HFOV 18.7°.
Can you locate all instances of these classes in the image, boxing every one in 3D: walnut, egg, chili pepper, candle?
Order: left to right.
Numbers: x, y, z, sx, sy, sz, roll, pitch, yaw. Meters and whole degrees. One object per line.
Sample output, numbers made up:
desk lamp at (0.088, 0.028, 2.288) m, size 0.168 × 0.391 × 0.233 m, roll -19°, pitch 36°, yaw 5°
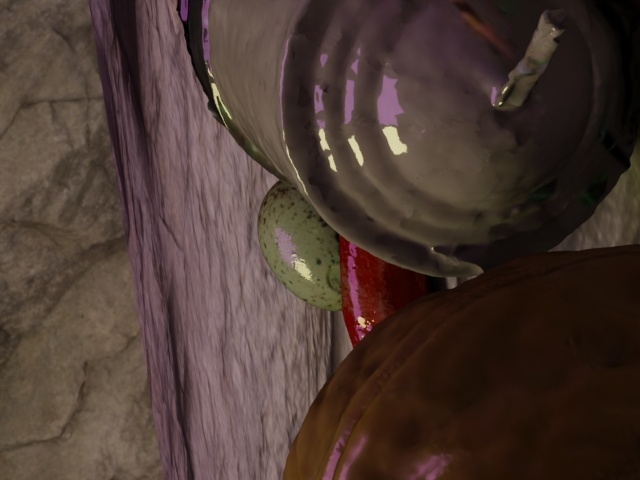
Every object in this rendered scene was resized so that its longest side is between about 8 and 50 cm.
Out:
egg at (0.000, 0.000, 1.403) m, size 0.085 × 0.085 × 0.110 m, roll 100°, pitch 149°, yaw -57°
chili pepper at (0.047, 0.038, 1.275) m, size 0.073 × 0.070 × 0.123 m, roll -6°, pitch 92°, yaw 61°
candle at (0.053, -0.083, 0.891) m, size 0.330 × 0.187 × 0.187 m, roll -133°, pitch 35°, yaw -67°
walnut at (0.096, 0.109, 0.768) m, size 0.228 × 0.228 × 0.228 m, roll 170°, pitch 90°, yaw -77°
